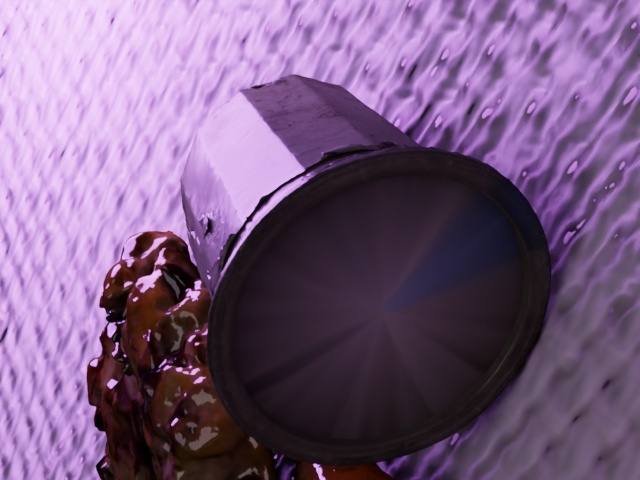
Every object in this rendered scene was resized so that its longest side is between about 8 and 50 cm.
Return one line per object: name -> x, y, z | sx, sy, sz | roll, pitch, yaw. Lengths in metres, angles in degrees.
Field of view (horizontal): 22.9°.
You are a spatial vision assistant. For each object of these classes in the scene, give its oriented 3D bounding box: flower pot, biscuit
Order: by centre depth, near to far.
flower pot -> 0.000, 0.000, 0.975 | 0.202, 0.212, 0.212 | 50, 123, 52
biscuit -> -0.103, 0.155, 1.107 | 0.289, 0.081, 0.334 | 106, 150, -51

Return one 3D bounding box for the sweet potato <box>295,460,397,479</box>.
sweet potato -> 0.054, 0.227, 0.934 | 0.359, 0.112, 0.112 | 54, 126, 41
